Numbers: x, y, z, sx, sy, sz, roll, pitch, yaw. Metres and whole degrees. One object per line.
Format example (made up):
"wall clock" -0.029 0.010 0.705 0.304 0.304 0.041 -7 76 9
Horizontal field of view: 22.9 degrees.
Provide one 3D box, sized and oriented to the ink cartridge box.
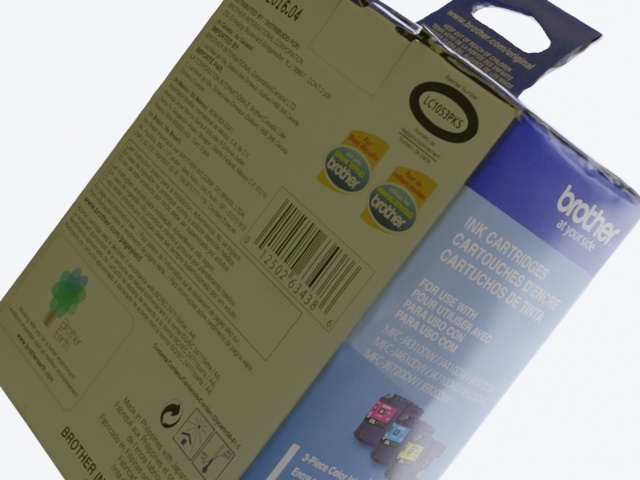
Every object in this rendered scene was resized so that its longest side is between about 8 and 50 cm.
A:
"ink cartridge box" 0.000 0.000 0.951 0.395 0.151 0.270 -54 -135 7
